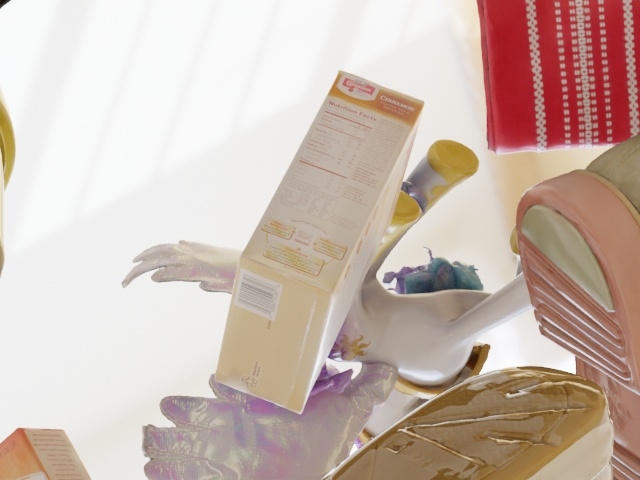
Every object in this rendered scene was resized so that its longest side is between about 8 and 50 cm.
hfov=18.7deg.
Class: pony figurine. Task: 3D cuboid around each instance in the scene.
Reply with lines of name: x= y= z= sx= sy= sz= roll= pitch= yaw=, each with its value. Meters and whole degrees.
pony figurine: x=0.030 y=0.077 z=1.663 sx=0.303 sy=0.351 sz=0.363 roll=-95 pitch=27 yaw=-43

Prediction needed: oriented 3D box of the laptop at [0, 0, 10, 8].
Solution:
laptop: x=-0.182 y=-0.209 z=1.150 sx=0.234 sy=0.264 sz=0.137 roll=10 pitch=100 yaw=31

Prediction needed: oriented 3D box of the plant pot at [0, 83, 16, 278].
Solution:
plant pot: x=-0.393 y=-0.045 z=1.791 sx=0.239 sy=0.254 sz=0.254 roll=-118 pitch=11 yaw=-45

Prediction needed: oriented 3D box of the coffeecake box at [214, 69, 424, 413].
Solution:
coffeecake box: x=0.000 y=0.000 z=1.325 sx=0.068 sy=0.185 sz=0.142 roll=22 pitch=141 yaw=7

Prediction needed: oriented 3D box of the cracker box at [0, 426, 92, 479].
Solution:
cracker box: x=-0.218 y=0.283 z=1.509 sx=0.232 sy=0.155 sz=0.067 roll=57 pitch=-160 yaw=22

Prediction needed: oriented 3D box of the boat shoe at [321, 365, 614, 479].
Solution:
boat shoe: x=0.002 y=0.149 z=0.691 sx=0.098 sy=0.277 sz=0.096 roll=25 pitch=138 yaw=58

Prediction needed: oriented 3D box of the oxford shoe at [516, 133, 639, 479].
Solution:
oxford shoe: x=0.239 y=0.102 z=1.213 sx=0.140 sy=0.146 sz=0.397 roll=39 pitch=154 yaw=46

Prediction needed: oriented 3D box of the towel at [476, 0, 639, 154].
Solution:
towel: x=0.229 y=-0.148 z=1.184 sx=0.031 sy=0.275 sz=0.199 roll=-86 pitch=-9 yaw=-62
